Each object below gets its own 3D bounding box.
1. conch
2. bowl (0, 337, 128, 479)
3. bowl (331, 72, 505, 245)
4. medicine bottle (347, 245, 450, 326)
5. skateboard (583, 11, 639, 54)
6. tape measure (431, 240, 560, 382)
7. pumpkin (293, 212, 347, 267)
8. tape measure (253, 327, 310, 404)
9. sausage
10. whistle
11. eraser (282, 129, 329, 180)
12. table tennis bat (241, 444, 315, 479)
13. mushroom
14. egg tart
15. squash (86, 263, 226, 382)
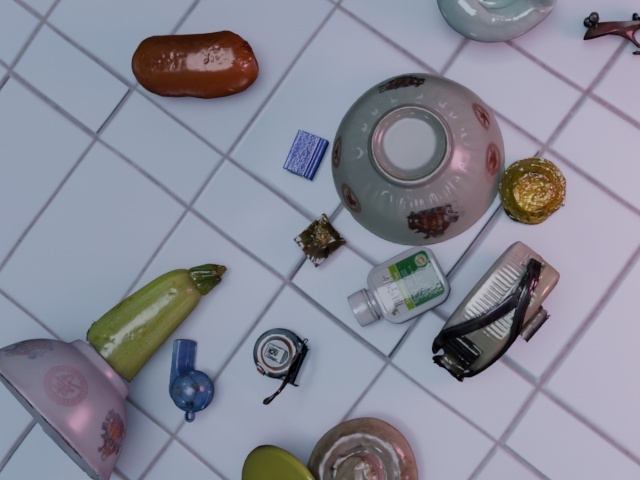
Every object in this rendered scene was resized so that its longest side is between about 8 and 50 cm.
[{"bbox_3d":[0.327,-0.456,1.850,0.221,0.121,0.185,14,83,4],"label":"conch"},{"bbox_3d":[-0.464,0.288,1.848,0.345,0.345,0.157,42,68,11],"label":"bowl"},{"bbox_3d":[0.173,-0.163,1.831,0.337,0.157,0.337,-1,85,11],"label":"bowl"},{"bbox_3d":[0.145,0.094,1.853,0.183,0.069,0.119,-27,83,8],"label":"medicine bottle"},{"bbox_3d":[0.565,-0.383,1.834,0.151,0.067,0.080,-1,93,6],"label":"skateboard"},{"bbox_3d":[0.305,0.139,1.737,0.133,0.231,0.271,43,92,9],"label":"tape measure"},{"bbox_3d":[0.000,0.000,1.897,0.083,0.054,0.074,-42,83,-1],"label":"pumpkin"},{"bbox_3d":[-0.089,0.225,1.835,0.107,0.180,0.104,21,105,11],"label":"tape measure"},{"bbox_3d":[-0.248,-0.343,1.941,0.258,0.133,0.133,1,84,9],"label":"sausage"},{"bbox_3d":[-0.244,0.270,1.898,0.090,0.090,0.158,5,84,11],"label":"whistle"},{"bbox_3d":[-0.028,-0.167,1.931,0.063,0.027,0.085,23,88,10],"label":"eraser"},{"bbox_3d":[-0.043,0.547,1.810,0.224,0.054,0.369,-13,95,47],"label":"table tennis bat"},{"bbox_3d":[0.074,0.419,1.767,0.204,0.204,0.204,-1,84,10],"label":"mushroom"},{"bbox_3d":[0.396,-0.092,1.833,0.130,0.052,0.130,0,93,6],"label":"egg tart"},{"bbox_3d":[-0.315,0.126,1.922,0.137,0.137,0.287,43,81,11],"label":"squash"}]
